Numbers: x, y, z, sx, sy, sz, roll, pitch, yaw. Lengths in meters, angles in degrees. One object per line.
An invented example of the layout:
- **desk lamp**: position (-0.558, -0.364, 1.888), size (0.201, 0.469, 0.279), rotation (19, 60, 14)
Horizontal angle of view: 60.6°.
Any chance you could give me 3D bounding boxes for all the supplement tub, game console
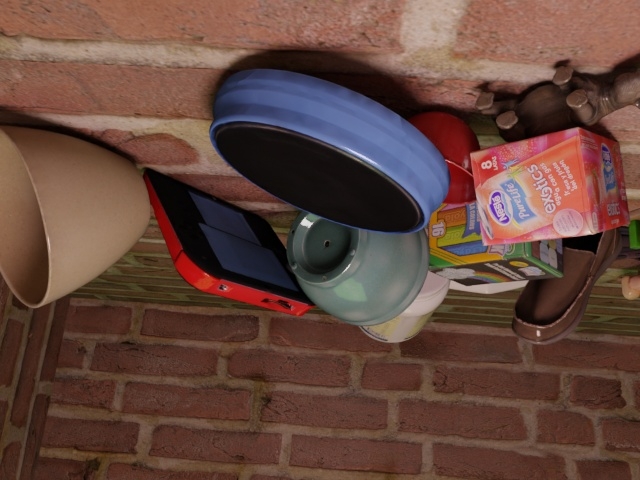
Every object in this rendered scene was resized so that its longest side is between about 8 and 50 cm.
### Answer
- **supplement tub**: position (0.212, 0.121, 1.474), size (0.235, 0.235, 0.325), rotation (5, 151, -3)
- **game console**: position (-0.191, 0.007, 1.212), size (0.060, 0.342, 0.386), rotation (-45, 141, 17)

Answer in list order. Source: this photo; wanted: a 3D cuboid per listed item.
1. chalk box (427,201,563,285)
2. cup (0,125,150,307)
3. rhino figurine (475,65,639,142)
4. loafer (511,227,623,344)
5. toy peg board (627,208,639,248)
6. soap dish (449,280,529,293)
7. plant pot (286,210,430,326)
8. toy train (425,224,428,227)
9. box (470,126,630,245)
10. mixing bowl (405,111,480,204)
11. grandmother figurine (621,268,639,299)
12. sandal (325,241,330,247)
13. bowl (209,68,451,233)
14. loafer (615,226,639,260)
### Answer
- **chalk box**: position (0.390, -0.019, 1.139), size (0.289, 0.179, 0.180), rotation (-12, 156, 42)
- **cup**: position (-0.476, -0.062, 1.056), size (0.237, 0.331, 0.331), rotation (-17, -177, -44)
- **rhino figurine**: position (0.347, -0.189, 0.745), size (0.243, 0.073, 0.106), rotation (-10, 165, 33)
- **loafer**: position (0.526, 0.064, 1.195), size (0.134, 0.366, 0.130), rotation (17, 148, 46)
- **toy peg board**: position (0.773, -0.023, 1.196), size (0.161, 0.079, 0.160), rotation (10, 163, -19)
- **soap dish**: position (0.458, 0.061, 1.498), size (0.229, 0.118, 0.291), rotation (10, 163, -18)
- **plant pot**: position (0.053, 0.022, 1.137), size (0.293, 0.293, 0.196), rotation (-6, 163, 32)
- **toy train**: position (0.167, 0.003, 1.282), size (0.248, 0.143, 0.105), rotation (8, 166, 18)
- **box**: position (0.366, -0.078, 0.849), size (0.154, 0.142, 0.300), rotation (-9, 179, 38)
- **mixing bowl**: position (0.182, -0.140, 0.871), size (0.181, 0.098, 0.181), rotation (21, 168, 5)
- **grandmother figurine**: position (0.969, 0.091, 1.458), size (0.208, 0.104, 0.342), rotation (-31, 173, -9)
- **sandal**: position (0.000, 0.000, 1.531), size (0.090, 0.060, 0.219), rotation (21, 172, -30)
- **bowl**: position (0.005, -0.119, 0.866), size (0.391, 0.077, 0.391), rotation (22, 167, 5)
- **loafer**: position (0.788, 0.029, 1.340), size (0.303, 0.095, 0.109), rotation (7, 163, -8)
